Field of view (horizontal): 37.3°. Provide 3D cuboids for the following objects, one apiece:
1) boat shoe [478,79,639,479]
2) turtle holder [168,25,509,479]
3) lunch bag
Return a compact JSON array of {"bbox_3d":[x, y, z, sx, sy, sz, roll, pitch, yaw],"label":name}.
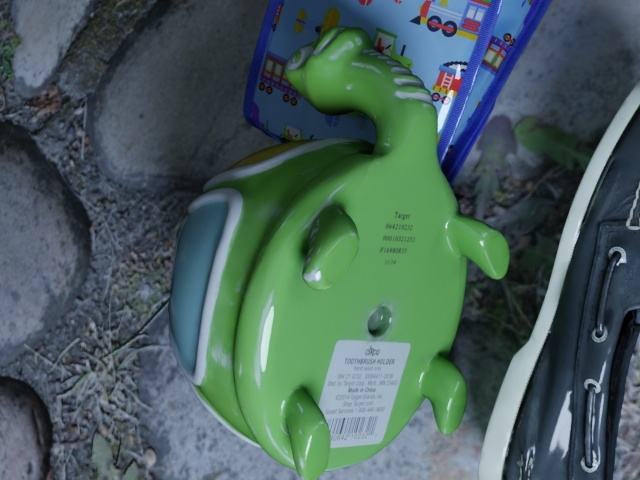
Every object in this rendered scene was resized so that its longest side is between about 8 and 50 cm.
[{"bbox_3d":[0.228,0.047,0.710,0.113,0.127,0.340,22,90,27],"label":"boat shoe"},{"bbox_3d":[-0.013,0.013,0.755,0.227,0.243,0.320,21,129,44],"label":"turtle holder"},{"bbox_3d":[0.056,-0.176,0.855,0.221,0.138,0.293,29,101,25],"label":"lunch bag"}]
